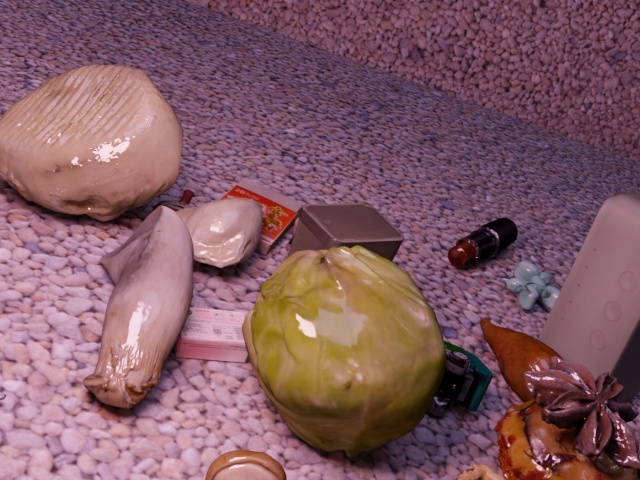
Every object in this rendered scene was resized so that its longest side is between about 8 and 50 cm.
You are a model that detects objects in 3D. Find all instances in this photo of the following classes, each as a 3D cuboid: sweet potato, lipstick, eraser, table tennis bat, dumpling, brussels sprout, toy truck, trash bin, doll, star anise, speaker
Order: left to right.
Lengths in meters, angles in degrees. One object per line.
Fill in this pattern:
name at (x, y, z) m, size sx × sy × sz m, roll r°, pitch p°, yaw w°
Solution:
table tennis bat at (-0.295, -0.065, 1.790) m, size 0.098 × 0.019 × 0.155 m, roll 19°, pitch 31°, yaw -3°
dumpling at (-0.205, -0.032, 1.670) m, size 0.179 × 0.131 × 0.252 m, roll 8°, pitch 34°, yaw 8°
eraser at (-0.143, -0.056, 1.854) m, size 0.157 × 0.038 × 0.230 m, roll 25°, pitch 29°, yaw 7°
trash bin at (0.019, 0.064, 1.532) m, size 0.164 × 0.240 × 0.122 m, roll -2°, pitch 35°, yaw -39°
brussels sprout at (0.035, 0.171, 1.322) m, size 0.328 × 0.247 × 0.328 m, roll 15°, pitch 41°, yaw -14°
toy truck at (0.174, 0.219, 1.511) m, size 0.253 × 0.114 × 0.124 m, roll 23°, pitch 14°, yaw 3°
lipstick at (0.394, 0.007, 2.066) m, size 0.081 × 0.081 × 0.299 m, roll 33°, pitch 29°, yaw 22°
doll at (0.498, 0.106, 1.983) m, size 0.159 × 0.059 × 0.158 m, roll 1°, pitch 34°, yaw -31°
sweet potato at (0.410, 0.252, 1.615) m, size 0.112 × 0.112 × 0.359 m, roll 4°, pitch 29°, yaw -30°
star anise at (0.397, 0.253, 1.300) m, size 0.197 × 0.073 × 0.212 m, roll 28°, pitch 31°, yaw 4°
speaker at (0.597, 0.111, 1.679) m, size 0.183 × 0.406 × 0.184 m, roll -3°, pitch 32°, yaw -39°

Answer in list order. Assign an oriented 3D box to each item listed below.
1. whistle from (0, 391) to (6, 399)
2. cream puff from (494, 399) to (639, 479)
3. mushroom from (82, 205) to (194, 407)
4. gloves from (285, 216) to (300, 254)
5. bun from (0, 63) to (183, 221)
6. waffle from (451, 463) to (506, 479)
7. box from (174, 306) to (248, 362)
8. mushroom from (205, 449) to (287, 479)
whistle at (-0.473, 0.205, 1.171) m, size 0.083 × 0.029 × 0.033 m, roll 14°, pitch 12°, yaw 2°
cream puff at (0.388, 0.356, 1.357) m, size 0.240 × 0.164 × 0.240 m, roll 20°, pitch 40°, yaw -18°
mushroom at (-0.283, 0.101, 1.359) m, size 0.126 × 0.177 × 0.397 m, roll 49°, pitch 13°, yaw -27°
gloves at (-0.009, 0.001, 1.787) m, size 0.144 × 0.094 × 0.110 m, roll -29°, pitch 28°, yaw -30°
bun at (-0.439, -0.185, 1.646) m, size 0.362 × 0.234 × 0.326 m, roll -6°, pitch 55°, yaw 5°
waffle at (0.276, 0.480, 1.113) m, size 0.376 × 0.114 × 0.261 m, roll 37°, pitch 29°, yaw 27°
box at (-0.185, 0.158, 1.434) m, size 0.125 × 0.043 × 0.089 m, roll 9°, pitch 30°, yaw -22°
mushroom at (-0.085, 0.385, 1.022) m, size 0.128 × 0.128 × 0.350 m, roll 15°, pitch 24°, yaw -12°
